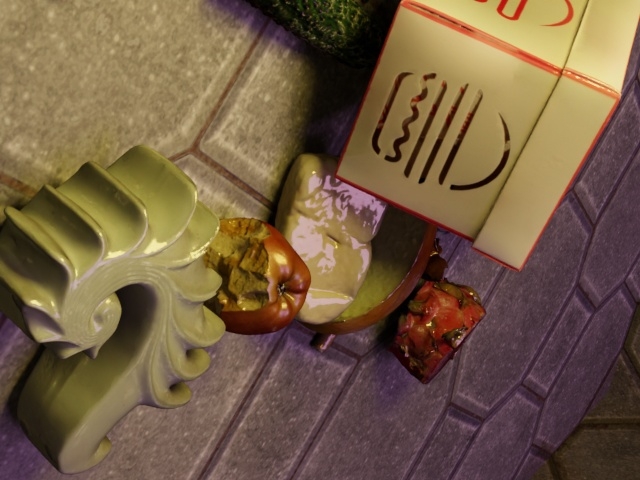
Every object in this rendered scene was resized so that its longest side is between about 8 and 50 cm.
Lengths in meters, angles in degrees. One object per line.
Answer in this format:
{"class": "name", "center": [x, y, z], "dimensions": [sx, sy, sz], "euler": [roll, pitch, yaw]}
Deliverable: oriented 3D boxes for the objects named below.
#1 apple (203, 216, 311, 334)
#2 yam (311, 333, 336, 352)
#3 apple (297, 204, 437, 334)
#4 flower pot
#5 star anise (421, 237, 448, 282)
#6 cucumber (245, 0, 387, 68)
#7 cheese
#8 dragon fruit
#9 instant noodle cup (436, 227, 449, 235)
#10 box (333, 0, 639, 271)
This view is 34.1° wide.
{"class": "apple", "center": [-0.097, 0.055, 1.430], "dimensions": [0.156, 0.158, 0.147], "euler": [-59, 154, -13]}
{"class": "yam", "center": [0.036, 0.136, 1.848], "dimensions": [0.145, 0.032, 0.032], "euler": [-54, 151, -15]}
{"class": "apple", "center": [0.091, 0.011, 1.729], "dimensions": [0.179, 0.254, 0.346], "euler": [34, 84, -21]}
{"class": "flower pot", "center": [-0.244, 0.086, 1.215], "dimensions": [0.254, 0.164, 0.368], "euler": [-33, 141, -32]}
{"class": "star anise", "center": [0.167, 0.038, 1.960], "dimensions": [0.158, 0.144, 0.141], "euler": [37, 38, -68]}
{"class": "cucumber", "center": [-0.001, -0.300, 1.346], "dimensions": [0.096, 0.096, 0.359], "euler": [-64, 155, 5]}
{"class": "cheese", "center": [-0.001, -0.001, 1.564], "dimensions": [0.159, 0.093, 0.263], "euler": [9, 108, -23]}
{"class": "dragon fruit", "center": [0.219, 0.160, 2.033], "dimensions": [0.211, 0.147, 0.282], "euler": [-48, 166, -8]}
{"class": "instant noodle cup", "center": [0.313, -0.118, 1.865], "dimensions": [0.302, 0.181, 0.258], "euler": [8, 95, -60]}
{"class": "box", "center": [0.235, -0.208, 1.453], "dimensions": [0.312, 0.300, 0.314], "euler": [-58, 172, -49]}
